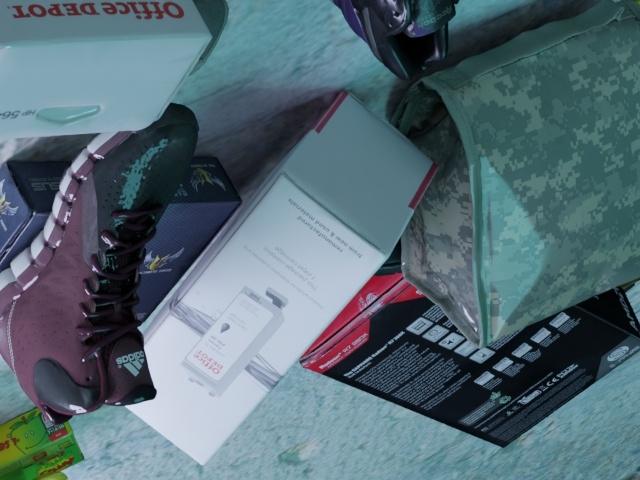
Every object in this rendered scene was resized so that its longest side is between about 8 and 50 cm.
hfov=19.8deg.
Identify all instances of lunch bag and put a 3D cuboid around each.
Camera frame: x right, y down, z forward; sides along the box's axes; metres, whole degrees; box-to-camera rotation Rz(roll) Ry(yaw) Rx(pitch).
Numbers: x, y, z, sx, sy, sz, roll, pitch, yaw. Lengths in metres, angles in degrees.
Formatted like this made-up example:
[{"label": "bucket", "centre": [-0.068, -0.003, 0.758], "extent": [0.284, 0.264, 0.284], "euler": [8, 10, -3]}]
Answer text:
[{"label": "lunch bag", "centre": [0.199, -0.080, 1.725], "extent": [0.235, 0.169, 0.287], "euler": [-22, 130, -20]}]

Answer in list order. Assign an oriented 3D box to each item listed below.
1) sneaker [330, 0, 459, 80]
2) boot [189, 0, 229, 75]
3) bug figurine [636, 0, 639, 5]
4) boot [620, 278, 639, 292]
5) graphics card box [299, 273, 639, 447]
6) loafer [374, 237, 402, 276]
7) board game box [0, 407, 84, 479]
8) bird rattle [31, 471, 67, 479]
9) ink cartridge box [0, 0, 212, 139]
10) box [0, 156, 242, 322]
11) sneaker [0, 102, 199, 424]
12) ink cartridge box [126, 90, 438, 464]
[{"label": "sneaker", "centre": [0.065, -0.222, 1.335], "extent": [0.107, 0.124, 0.283], "euler": [-27, 157, -8]}, {"label": "boot", "centre": [-0.134, -0.169, 1.270], "extent": [0.189, 0.076, 0.208], "euler": [-28, 155, 34]}, {"label": "bug figurine", "centre": [0.433, -0.249, 1.790], "extent": [0.216, 0.072, 0.279], "euler": [-41, 155, 25]}, {"label": "boot", "centre": [0.330, 0.011, 2.148], "extent": [0.115, 0.112, 0.305], "euler": [-18, 161, -20]}, {"label": "graphics card box", "centre": [0.166, 0.094, 2.031], "extent": [0.233, 0.094, 0.371], "euler": [-41, 137, 24]}, {"label": "loafer", "centre": [0.000, 0.000, 1.804], "extent": [0.223, 0.076, 0.078], "euler": [-9, 114, -28]}, {"label": "board game box", "centre": [-0.340, 0.236, 1.902], "extent": [0.181, 0.043, 0.092], "euler": [-25, 157, -10]}, {"label": "bird rattle", "centre": [-0.366, 0.284, 1.790], "extent": [0.253, 0.143, 0.207], "euler": [22, 129, -39]}, {"label": "ink cartridge box", "centre": [-0.175, -0.164, 1.061], "extent": [0.148, 0.203, 0.086], "euler": [-9, 150, -41]}, {"label": "box", "centre": [-0.205, 0.007, 1.568], "extent": [0.232, 0.059, 0.183], "euler": [-4, 144, -46]}, {"label": "sneaker", "centre": [-0.150, 0.037, 1.418], "extent": [0.106, 0.162, 0.281], "euler": [-3, 141, -47]}, {"label": "ink cartridge box", "centre": [-0.042, 0.031, 1.610], "extent": [0.283, 0.117, 0.207], "euler": [-50, -176, 29]}]
